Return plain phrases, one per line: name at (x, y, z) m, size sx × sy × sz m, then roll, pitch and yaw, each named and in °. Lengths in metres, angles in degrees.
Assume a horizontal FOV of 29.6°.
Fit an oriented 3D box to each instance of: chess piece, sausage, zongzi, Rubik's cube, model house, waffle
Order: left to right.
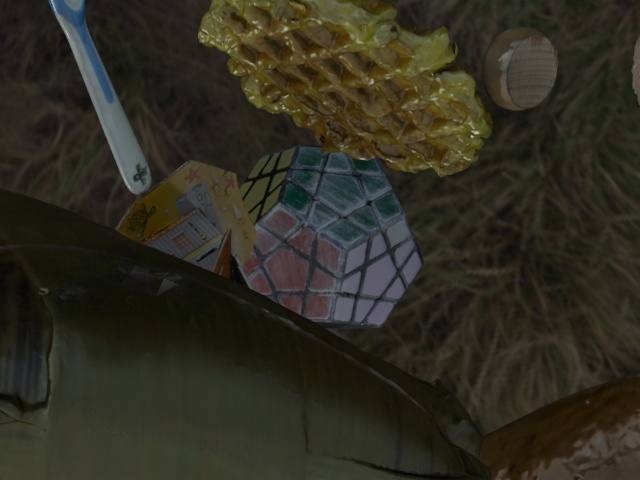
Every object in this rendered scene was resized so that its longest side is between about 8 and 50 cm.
zongzi at (-0.079, 0.051, 0.610) m, size 0.273 × 0.300 × 0.145 m, roll 12°, pitch 115°, yaw -19°
model house at (-0.129, 0.045, 1.339) m, size 0.207 × 0.136 × 0.219 m, roll -32°, pitch 142°, yaw -18°
Rubik's cube at (0.001, 0.000, 1.857) m, size 0.318 × 0.319 × 0.264 m, roll 4°, pitch 83°, yaw -12°
waffle at (0.025, -0.169, 1.255) m, size 0.324 × 0.302 × 0.068 m, roll 23°, pitch 73°, yaw 14°
chess piece at (0.199, -0.172, 1.210) m, size 0.083 × 0.038 × 0.084 m, roll -14°, pitch 115°, yaw -33°
sausage at (0.257, 0.169, 0.987) m, size 0.500 × 0.136 × 0.123 m, roll -28°, pitch 90°, yaw 21°

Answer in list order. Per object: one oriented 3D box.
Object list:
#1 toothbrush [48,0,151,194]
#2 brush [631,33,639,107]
toothbrush at (-0.212, -0.209, 1.026) m, size 0.040 × 0.040 × 0.386 m, roll -20°, pitch 116°, yaw -1°
brush at (0.587, -0.258, 1.966) m, size 0.166 × 0.267 × 0.174 m, roll -15°, pitch 72°, yaw -18°
